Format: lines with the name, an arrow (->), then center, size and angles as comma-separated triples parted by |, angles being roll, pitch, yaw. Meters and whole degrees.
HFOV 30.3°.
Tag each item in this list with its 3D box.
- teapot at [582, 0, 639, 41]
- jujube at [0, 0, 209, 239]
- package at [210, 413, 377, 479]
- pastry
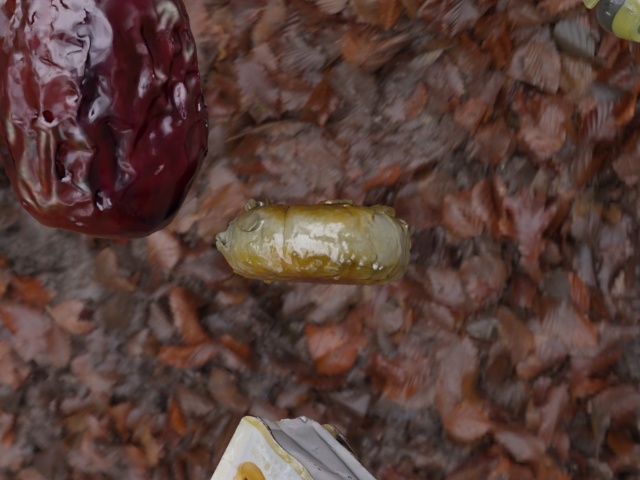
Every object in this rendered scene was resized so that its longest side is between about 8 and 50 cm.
teapot -> 0.380, -0.315, 1.455 | 0.130, 0.166, 0.119 | -54, 50, 48
jujube -> -0.256, -0.166, 1.363 | 0.258, 0.258, 0.376 | 3, 129, 13
package -> 0.027, 0.350, 1.327 | 0.311, 0.165, 0.221 | 43, 122, 30
pastry -> -0.002, -0.001, 1.611 | 0.236, 0.257, 0.120 | -3, 83, 45
